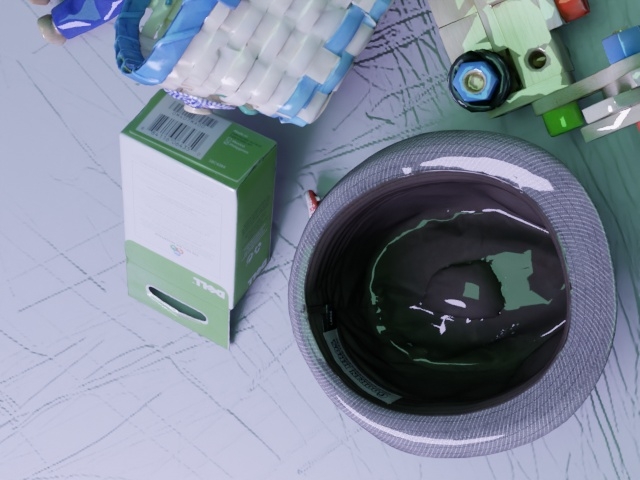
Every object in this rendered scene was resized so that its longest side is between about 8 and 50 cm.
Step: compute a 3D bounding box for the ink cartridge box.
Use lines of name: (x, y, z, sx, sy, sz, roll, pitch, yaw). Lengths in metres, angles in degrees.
ink cartridge box: (-0.100, -0.015, 1.496, 0.109, 0.062, 0.209, 26, 144, 17)

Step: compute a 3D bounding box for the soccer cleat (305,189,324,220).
soccer cleat: (0.000, 0.000, 1.504, 0.036, 0.029, 0.083, -24, 89, 14)

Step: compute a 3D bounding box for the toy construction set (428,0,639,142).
toy construction set: (0.176, -0.206, 1.382, 0.215, 0.151, 0.327, -22, 74, 18)

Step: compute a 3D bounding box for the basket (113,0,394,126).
basket: (-0.102, -0.216, 1.385, 0.289, 0.255, 0.201, 34, 98, -15)

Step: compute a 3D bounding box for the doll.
doll: (-0.161, -0.239, 1.542, 0.189, 0.046, 0.129, -25, 85, 19)

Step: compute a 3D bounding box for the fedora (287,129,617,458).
fedora: (0.115, 0.039, 1.414, 0.275, 0.124, 0.243, -17, 84, 27)
